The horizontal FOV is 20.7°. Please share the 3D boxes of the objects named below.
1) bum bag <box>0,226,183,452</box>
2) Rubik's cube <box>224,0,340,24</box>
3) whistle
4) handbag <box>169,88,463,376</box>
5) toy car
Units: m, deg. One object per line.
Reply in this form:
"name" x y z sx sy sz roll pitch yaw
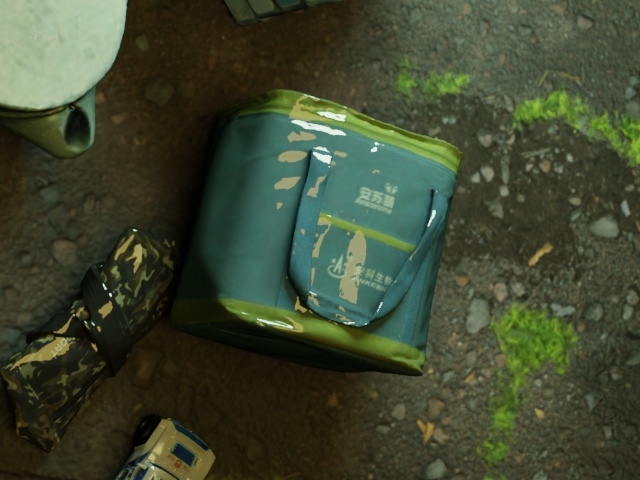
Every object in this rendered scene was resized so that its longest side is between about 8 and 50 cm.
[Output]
"bum bag" -0.224 0.090 1.728 0.248 0.069 0.102 -53 148 -17
"Rubik's cube" -0.002 -0.389 1.728 0.259 0.253 0.256 -36 107 -23
"whistle" -0.289 -0.281 1.632 0.188 0.168 0.405 2 90 -26
"handbag" 0.000 0.000 1.758 0.263 0.222 0.241 15 80 -24
"toy car" -0.176 0.261 1.756 0.080 0.070 0.171 40 73 -22
